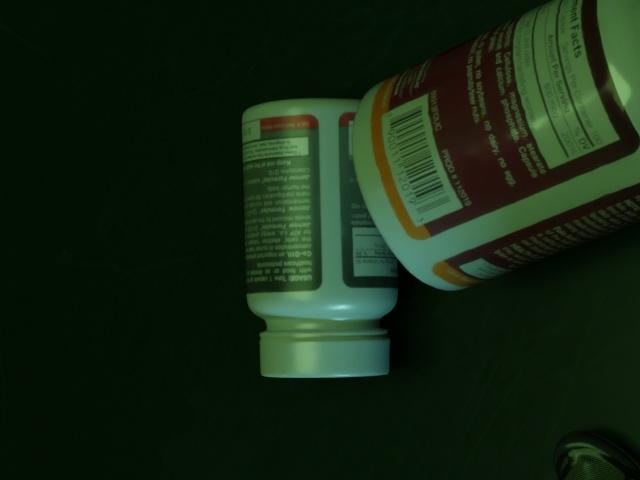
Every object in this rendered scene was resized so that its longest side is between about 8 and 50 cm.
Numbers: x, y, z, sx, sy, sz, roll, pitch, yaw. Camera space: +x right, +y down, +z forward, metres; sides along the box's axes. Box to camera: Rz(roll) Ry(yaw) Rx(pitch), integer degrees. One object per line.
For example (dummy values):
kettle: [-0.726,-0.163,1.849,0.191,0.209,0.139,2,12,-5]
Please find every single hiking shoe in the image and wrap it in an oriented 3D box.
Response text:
hiking shoe: [0.279,0.282,1.583,0.086,0.114,0.227,-37,68,27]

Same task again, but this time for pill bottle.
pill bottle: [0.000,0.000,1.758,0.161,0.161,0.283,-3,86,34]
pill bottle: [0.245,-0.115,1.556,0.392,0.224,0.224,-23,76,31]
